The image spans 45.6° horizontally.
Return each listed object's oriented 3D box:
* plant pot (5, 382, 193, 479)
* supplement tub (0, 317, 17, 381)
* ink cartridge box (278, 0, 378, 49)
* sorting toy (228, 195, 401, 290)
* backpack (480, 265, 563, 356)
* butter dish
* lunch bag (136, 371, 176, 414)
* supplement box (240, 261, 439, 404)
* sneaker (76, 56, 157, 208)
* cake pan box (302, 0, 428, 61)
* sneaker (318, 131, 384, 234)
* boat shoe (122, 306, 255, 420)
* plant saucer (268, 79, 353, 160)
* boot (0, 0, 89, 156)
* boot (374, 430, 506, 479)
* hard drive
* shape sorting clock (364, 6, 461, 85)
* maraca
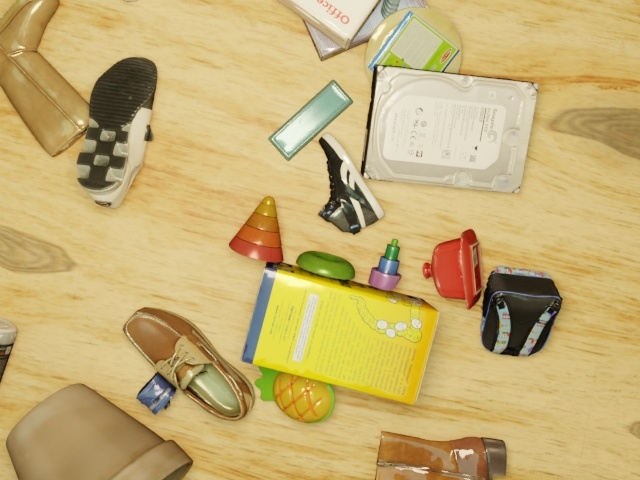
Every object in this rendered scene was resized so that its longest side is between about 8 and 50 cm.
[{"bbox_3d":[-0.468,0.454,1.527,0.323,0.323,0.280,-45,77,1],"label":"plant pot"},{"bbox_3d":[-0.713,0.255,1.575,0.117,0.117,0.191,19,92,-3],"label":"supplement tub"},{"bbox_3d":[0.051,-0.548,1.491,0.198,0.115,0.273,35,91,-3],"label":"ink cartridge box"},{"bbox_3d":[0.000,0.000,1.575,0.365,0.127,0.126,14,99,-2],"label":"sorting toy"},{"bbox_3d":[0.414,0.158,1.612,0.158,0.117,0.173,5,124,-1],"label":"backpack"},{"bbox_3d":[0.273,0.060,1.600,0.118,0.160,0.160,-4,94,22],"label":"butter dish"},{"bbox_3d":[-0.341,0.324,1.602,0.065,0.098,0.067,43,86,-6],"label":"lunch bag"},{"bbox_3d":[0.036,0.179,1.560,0.356,0.194,0.195,15,93,-3],"label":"supplement box"},{"bbox_3d":[-0.412,-0.220,1.566,0.122,0.146,0.331,12,68,4],"label":"sneaker"},{"bbox_3d":[0.057,-0.544,1.582,0.245,0.070,0.267,-26,94,-2],"label":"cake pan box"},{"bbox_3d":[0.030,-0.109,1.600,0.121,0.079,0.217,-34,94,0],"label":"sneaker"},{"bbox_3d":[-0.269,0.260,1.590,0.324,0.120,0.123,37,91,-4],"label":"boat shoe"},{"bbox_3d":[-0.021,-0.257,1.621,0.192,0.018,0.067,-42,94,0],"label":"plant saucer"},{"bbox_3d":[-0.552,-0.348,1.567,0.236,0.089,0.269,-40,95,8],"label":"boot"},{"bbox_3d":[0.255,0.551,1.640,0.280,0.096,0.264,2,94,-1],"label":"boot"},{"bbox_3d":[0.265,-0.230,1.581,0.338,0.064,0.237,6,105,-7],"label":"hard drive"},{"bbox_3d":[0.193,-0.380,1.586,0.206,0.040,0.206,-2,112,-4],"label":"shape sorting clock"},{"bbox_3d":[-0.055,0.318,1.616,0.185,0.099,0.127,20,105,18],"label":"maraca"}]
